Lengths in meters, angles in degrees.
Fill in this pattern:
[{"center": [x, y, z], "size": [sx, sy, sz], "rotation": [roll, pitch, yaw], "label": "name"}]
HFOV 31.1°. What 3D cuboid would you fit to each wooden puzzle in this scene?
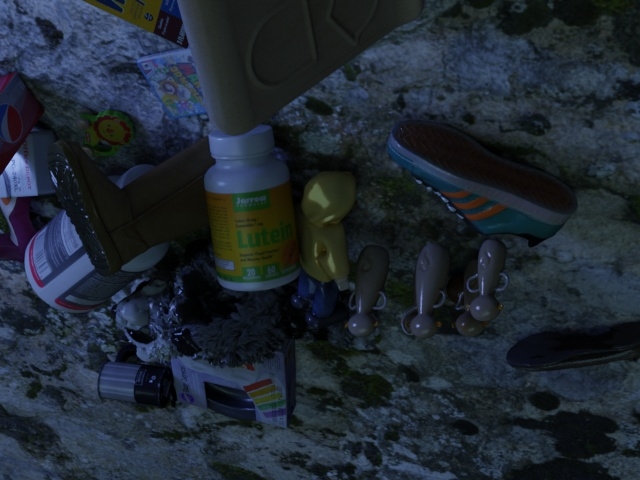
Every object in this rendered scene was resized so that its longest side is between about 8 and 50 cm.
[{"center": [-0.032, -0.342, 1.437], "size": [0.080, 0.348, 0.322], "rotation": [37, 151, 38], "label": "wooden puzzle"}]

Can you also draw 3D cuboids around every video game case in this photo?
[{"center": [-0.190, -0.249, 1.788], "size": [0.166, 0.015, 0.119], "rotation": [-7, 131, 28], "label": "video game case"}]

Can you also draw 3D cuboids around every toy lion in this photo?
[{"center": [-0.358, -0.179, 1.925], "size": [0.096, 0.034, 0.100], "rotation": [9, 138, 3], "label": "toy lion"}]

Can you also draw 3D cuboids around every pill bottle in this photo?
[{"center": [-0.369, -0.006, 2.001], "size": [0.176, 0.176, 0.318], "rotation": [39, 136, -19], "label": "pill bottle"}, {"center": [-0.111, -0.055, 1.823], "size": [0.136, 0.136, 0.246], "rotation": [0, 108, 22], "label": "pill bottle"}]

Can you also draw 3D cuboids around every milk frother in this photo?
[{"center": [-0.369, 0.299, 2.364], "size": [0.134, 0.129, 0.143], "rotation": [6, 131, 11], "label": "milk frother"}]

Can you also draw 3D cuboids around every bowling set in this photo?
[{"center": [0.206, 0.103, 1.849], "size": [0.287, 0.154, 0.200], "rotation": [-4, 158, 38], "label": "bowling set"}]

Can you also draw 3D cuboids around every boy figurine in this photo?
[{"center": [0.000, 0.000, 1.893], "size": [0.092, 0.177, 0.285], "rotation": [-14, 127, -25], "label": "boy figurine"}]

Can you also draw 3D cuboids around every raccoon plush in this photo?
[{"center": [-0.155, 0.171, 2.101], "size": [0.446, 0.216, 0.299], "rotation": [25, 157, -16], "label": "raccoon plush"}]

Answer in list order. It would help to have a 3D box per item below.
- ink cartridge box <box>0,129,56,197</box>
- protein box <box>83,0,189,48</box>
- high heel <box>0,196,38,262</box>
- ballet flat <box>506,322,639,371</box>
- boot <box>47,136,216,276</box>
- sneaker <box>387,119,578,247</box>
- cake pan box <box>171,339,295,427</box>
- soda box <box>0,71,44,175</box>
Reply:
[{"center": [-0.533, -0.130, 1.987], "size": [0.150, 0.063, 0.109], "rotation": [-3, 97, 26], "label": "ink cartridge box"}, {"center": [-0.214, -0.396, 1.499], "size": [0.200, 0.201, 0.136], "rotation": [25, 139, -4], "label": "protein box"}, {"center": [-0.535, -0.053, 2.123], "size": [0.117, 0.082, 0.244], "rotation": [-5, 130, -35], "label": "high heel"}, {"center": [0.439, 0.191, 1.952], "size": [0.250, 0.084, 0.058], "rotation": [-13, 128, 26], "label": "ballet flat"}, {"center": [-0.277, -0.097, 1.819], "size": [0.089, 0.269, 0.236], "rotation": [10, 125, 49], "label": "boot"}, {"center": [0.227, -0.074, 1.731], "size": [0.302, 0.108, 0.121], "rotation": [25, 135, -6], "label": "sneaker"}, {"center": [-0.174, 0.255, 2.283], "size": [0.245, 0.070, 0.267], "rotation": [14, 139, 11], "label": "cake pan box"}, {"center": [-0.552, -0.154, 1.852], "size": [0.083, 0.263, 0.092], "rotation": [-8, 132, 28], "label": "soda box"}]
